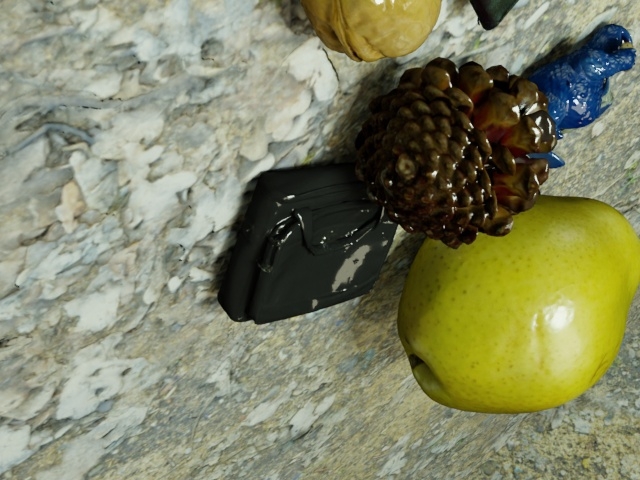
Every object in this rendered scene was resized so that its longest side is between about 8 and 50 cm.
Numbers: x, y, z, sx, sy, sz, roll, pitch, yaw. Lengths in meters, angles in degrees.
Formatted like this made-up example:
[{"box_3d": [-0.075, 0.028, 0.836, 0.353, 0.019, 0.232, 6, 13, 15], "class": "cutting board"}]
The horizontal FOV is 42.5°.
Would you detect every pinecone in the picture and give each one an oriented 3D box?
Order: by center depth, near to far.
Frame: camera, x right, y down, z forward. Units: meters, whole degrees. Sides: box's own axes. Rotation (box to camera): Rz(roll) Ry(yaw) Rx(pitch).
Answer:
[{"box_3d": [0.193, -0.128, 1.063, 0.292, 0.246, 0.246, -34, 151, -43], "class": "pinecone"}]

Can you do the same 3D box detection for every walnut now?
[{"box_3d": [0.052, -0.254, 0.837, 0.144, 0.144, 0.180, -39, 156, -4], "class": "walnut"}]

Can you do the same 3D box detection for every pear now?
[{"box_3d": [0.324, 0.103, 1.359, 0.418, 0.362, 0.362, -34, 148, -10], "class": "pear"}]

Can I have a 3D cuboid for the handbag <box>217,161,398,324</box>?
[{"box_3d": [0.000, 0.000, 1.152, 0.275, 0.088, 0.244, -8, 132, -40], "class": "handbag"}]

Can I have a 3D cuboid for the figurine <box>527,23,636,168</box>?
[{"box_3d": [0.384, -0.238, 1.251, 0.262, 0.120, 0.164, -45, 159, -28], "class": "figurine"}]

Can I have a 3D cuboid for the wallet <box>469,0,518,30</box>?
[{"box_3d": [0.187, -0.390, 0.900, 0.172, 0.045, 0.318, -48, 143, 1], "class": "wallet"}]

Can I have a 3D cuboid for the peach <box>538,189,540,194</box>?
[{"box_3d": [0.369, -0.079, 1.478, 0.050, 0.077, 0.083, -28, 103, -13], "class": "peach"}]
